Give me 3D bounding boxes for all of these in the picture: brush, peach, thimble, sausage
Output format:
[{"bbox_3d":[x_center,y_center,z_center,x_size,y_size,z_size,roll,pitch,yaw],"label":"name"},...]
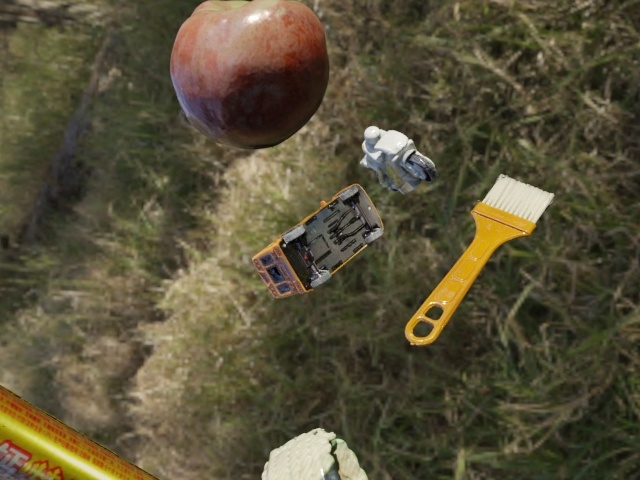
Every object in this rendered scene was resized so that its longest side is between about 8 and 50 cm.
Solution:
[{"bbox_3d":[0.202,0.025,1.203,0.090,0.314,0.017,23,147,29],"label":"brush"},{"bbox_3d":[-0.065,-0.158,0.871,0.152,0.152,0.152,-175,90,-71],"label":"peach"},{"bbox_3d":[-0.002,0.450,1.602,0.219,0.150,0.219,57,-169,-17],"label":"thimble"},{"bbox_3d":[-0.263,0.218,0.892,0.082,0.371,0.082,-38,28,25],"label":"sausage"}]

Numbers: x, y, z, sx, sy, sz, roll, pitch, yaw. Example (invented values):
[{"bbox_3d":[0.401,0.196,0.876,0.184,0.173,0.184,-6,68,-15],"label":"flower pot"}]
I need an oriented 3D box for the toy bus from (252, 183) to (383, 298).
[{"bbox_3d":[0.000,0.000,1.233,0.088,0.194,0.083,-23,100,45],"label":"toy bus"}]

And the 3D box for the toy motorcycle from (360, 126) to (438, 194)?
[{"bbox_3d":[0.131,-0.148,1.675,0.074,0.151,0.228,-49,10,-11],"label":"toy motorcycle"}]
